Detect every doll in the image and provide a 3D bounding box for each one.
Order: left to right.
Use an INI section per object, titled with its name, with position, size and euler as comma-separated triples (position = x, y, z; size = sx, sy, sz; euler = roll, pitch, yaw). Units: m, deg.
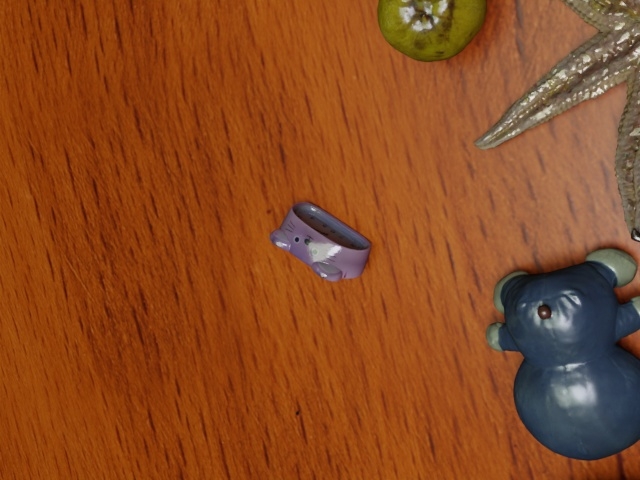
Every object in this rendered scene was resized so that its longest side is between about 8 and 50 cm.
[doll]
position = 0.339, 0.159, 0.980
size = 0.228, 0.154, 0.259
euler = -16, 98, 27

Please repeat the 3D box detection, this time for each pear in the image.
[pear]
position = 0.148, -0.314, 0.987
size = 0.148, 0.162, 0.149
euler = 7, 110, 20

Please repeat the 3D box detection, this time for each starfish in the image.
[starfish]
position = 0.373, -0.224, 0.883
size = 0.398, 0.132, 0.384
euler = 33, 109, 25

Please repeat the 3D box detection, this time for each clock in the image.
[clock]
position = 0.000, 0.000, 1.153
size = 0.152, 0.110, 0.050
euler = 34, 115, 20
